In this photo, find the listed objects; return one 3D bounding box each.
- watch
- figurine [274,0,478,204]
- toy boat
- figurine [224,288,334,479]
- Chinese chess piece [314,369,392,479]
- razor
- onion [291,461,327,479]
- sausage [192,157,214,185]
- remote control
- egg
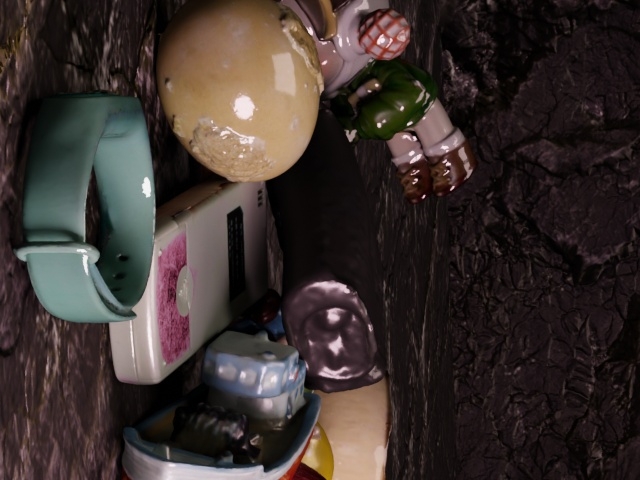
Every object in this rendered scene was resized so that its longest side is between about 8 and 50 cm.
[{"bbox_3d":[-0.189,-0.027,1.630,0.237,0.068,0.195,-17,108,-82],"label":"watch"},{"bbox_3d":[0.031,-0.201,2.210,0.370,0.281,0.167,50,59,-16],"label":"figurine"},{"bbox_3d":[-0.092,0.172,1.833,0.332,0.145,0.133,-40,140,-70],"label":"toy boat"},{"bbox_3d":[-0.052,0.182,2.103,0.185,0.127,0.234,71,23,-55],"label":"figurine"},{"bbox_3d":[0.012,0.258,2.295,0.257,0.104,0.257,-173,-90,-84],"label":"Chinese chess piece"},{"bbox_3d":[0.004,0.000,2.072,0.327,0.107,0.189,-98,176,-51],"label":"razor"},{"bbox_3d":[-0.042,0.282,1.981,0.159,0.195,0.159,-10,90,-84],"label":"onion"},{"bbox_3d":[-0.116,-0.073,2.056,0.031,0.031,0.107,-58,147,-69],"label":"sausage"},{"bbox_3d":[-0.121,0.026,1.912,0.344,0.050,0.145,-37,127,-69],"label":"remote control"},{"bbox_3d":[-0.076,-0.150,1.931,0.164,0.164,0.201,-75,156,-54],"label":"egg"}]
